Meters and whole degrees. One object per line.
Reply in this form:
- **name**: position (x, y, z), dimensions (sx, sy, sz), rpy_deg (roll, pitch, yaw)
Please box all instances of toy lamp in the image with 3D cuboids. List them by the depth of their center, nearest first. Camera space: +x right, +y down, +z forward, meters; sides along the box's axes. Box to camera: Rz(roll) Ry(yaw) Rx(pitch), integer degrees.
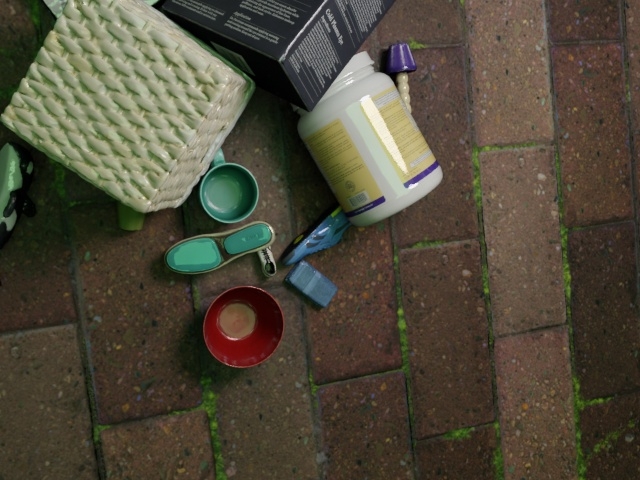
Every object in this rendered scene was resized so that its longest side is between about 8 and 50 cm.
- **toy lamp**: position (0.202, -0.334, 1.573), dimensions (0.080, 0.080, 0.274), rpy_deg (-7, 97, -17)

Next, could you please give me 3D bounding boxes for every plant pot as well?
- **plant pot**: position (-0.407, -0.065, 1.400), dimensions (0.083, 0.083, 0.079), rpy_deg (6, 104, -18)

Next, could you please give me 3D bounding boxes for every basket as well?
- **basket**: position (-0.349, -0.260, 1.240), dimensions (0.331, 0.266, 0.328), rpy_deg (34, 100, -5)

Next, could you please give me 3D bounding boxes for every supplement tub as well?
- **supplement tub**: position (0.097, -0.223, 1.452), dimensions (0.241, 0.241, 0.331), rpy_deg (-32, 97, -13)

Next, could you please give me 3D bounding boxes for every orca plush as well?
- **orca plush**: position (-0.620, -0.050, 1.318), dimensions (0.102, 0.151, 0.287), rpy_deg (11, 87, -49)

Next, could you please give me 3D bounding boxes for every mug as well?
- **mug**: position (-0.206, -0.117, 1.444), dimensions (0.130, 0.097, 0.157), rpy_deg (16, 87, -17)

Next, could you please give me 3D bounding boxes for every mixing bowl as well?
- **mixing bowl**: position (-0.180, 0.188, 1.469), dimensions (0.182, 0.098, 0.181), rpy_deg (-1, 93, -17)

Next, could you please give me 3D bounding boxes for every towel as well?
- **towel**: position (-0.020, 0.103, 1.551), dimensions (0.119, 0.029, 0.067), rpy_deg (40, 82, -15)

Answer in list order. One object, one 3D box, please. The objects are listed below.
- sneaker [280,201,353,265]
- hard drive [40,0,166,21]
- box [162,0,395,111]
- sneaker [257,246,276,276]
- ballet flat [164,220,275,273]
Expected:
- **sneaker**: position (0.000, 0.000, 1.531), dimensions (0.209, 0.069, 0.082), rpy_deg (-42, 108, -11)
- **hard drive**: position (-0.434, -0.581, 1.364), dimensions (0.339, 0.064, 0.237), rpy_deg (-38, 103, -11)
- **box**: position (-0.080, -0.485, 1.326), dimensions (0.343, 0.179, 0.312), rpy_deg (32, 82, 29)
- **sneaker**: position (-0.126, 0.033, 1.507), dimensions (0.040, 0.044, 0.109), rpy_deg (-23, 98, -13)
- **ballet flat**: position (-0.222, 0.016, 1.455), dimensions (0.249, 0.086, 0.086), rpy_deg (-14, 97, -5)
